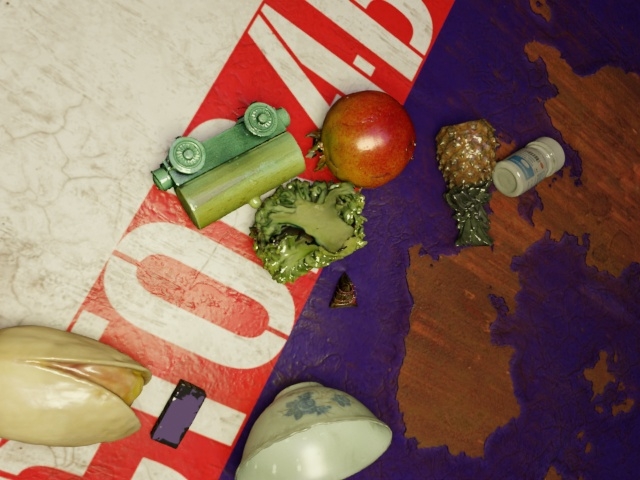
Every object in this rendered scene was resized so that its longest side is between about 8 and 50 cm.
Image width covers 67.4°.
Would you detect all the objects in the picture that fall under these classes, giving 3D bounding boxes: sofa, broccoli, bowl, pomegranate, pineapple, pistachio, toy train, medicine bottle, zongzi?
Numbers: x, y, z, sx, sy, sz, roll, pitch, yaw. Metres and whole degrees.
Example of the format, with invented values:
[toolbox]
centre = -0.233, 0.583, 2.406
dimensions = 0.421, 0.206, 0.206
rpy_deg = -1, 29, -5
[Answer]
[sofa]
centre = -0.280, 0.342, 0.949
dimensions = 0.060, 0.039, 0.118
rpy_deg = 32, 78, -17
[broccoli]
centre = -0.003, 0.005, 0.976
dimensions = 0.242, 0.273, 0.180
rpy_deg = -35, 134, -17
[bowl]
centre = -0.025, 0.378, 0.973
dimensions = 0.314, 0.313, 0.146
rpy_deg = 1, 44, -22
[pomegranate]
centre = 0.087, -0.212, 1.029
dimensions = 0.235, 0.210, 0.210
rpy_deg = -9, 92, 17
[pineapple]
centre = 0.373, -0.134, 1.176
dimensions = 0.170, 0.141, 0.309
rpy_deg = -21, 105, -46
[pistachio]
centre = -0.443, 0.242, 0.810
dimensions = 0.299, 0.187, 0.187
rpy_deg = 18, 82, -22
[toy train]
centre = -0.175, -0.152, 0.964
dimensions = 0.307, 0.126, 0.189
rpy_deg = -33, 108, -20
[medicine bottle]
centre = 0.539, -0.191, 1.252
dimensions = 0.168, 0.105, 0.105
rpy_deg = -30, 99, -20
[zongzi]
centre = 0.055, 0.111, 1.070
dimensions = 0.067, 0.073, 0.083
rpy_deg = 1, 87, -3
